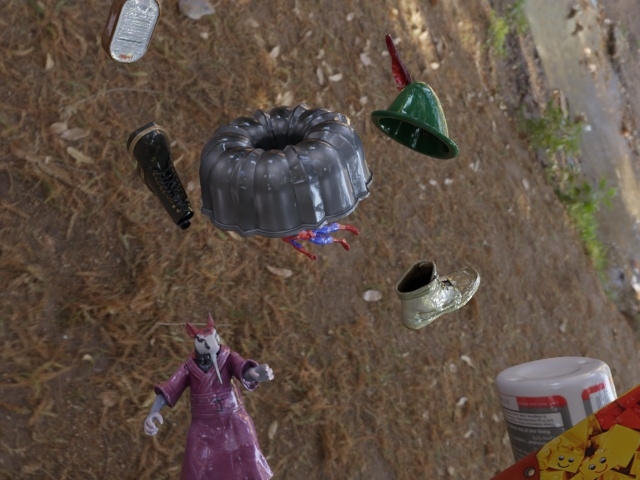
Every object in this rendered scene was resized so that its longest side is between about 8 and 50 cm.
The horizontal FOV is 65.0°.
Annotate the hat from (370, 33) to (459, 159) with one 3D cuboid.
[{"bbox_3d":[0.202,-0.281,0.950,0.208,0.173,0.184,27,87,-14],"label":"hat"}]

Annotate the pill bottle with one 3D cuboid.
[{"bbox_3d":[0.370,0.329,0.737,0.161,0.161,0.283,-7,83,-42],"label":"pill bottle"}]

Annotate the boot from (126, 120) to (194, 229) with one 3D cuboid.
[{"bbox_3d":[-0.266,-0.109,0.883,0.076,0.198,0.137,-32,82,-17],"label":"boot"}]

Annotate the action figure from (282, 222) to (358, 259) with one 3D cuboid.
[{"bbox_3d":[0.000,0.000,1.395,0.280,0.092,0.139,7,30,-37],"label":"action figure"}]

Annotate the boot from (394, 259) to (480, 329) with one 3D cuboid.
[{"bbox_3d":[0.262,0.095,1.111,0.213,0.077,0.165,-31,140,-7],"label":"boot"}]

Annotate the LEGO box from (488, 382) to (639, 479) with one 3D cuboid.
[{"bbox_3d":[0.393,0.271,0.264,0.500,0.372,0.193,49,12,-9],"label":"LEGO box"}]

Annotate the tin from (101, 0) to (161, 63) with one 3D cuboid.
[{"bbox_3d":[-0.435,-0.493,1.156,0.106,0.190,0.040,-8,54,-47],"label":"tin"}]

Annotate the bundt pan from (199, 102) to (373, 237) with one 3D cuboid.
[{"bbox_3d":[-0.072,-0.150,0.915,0.331,0.330,0.124,-46,139,-38],"label":"bundt pan"}]

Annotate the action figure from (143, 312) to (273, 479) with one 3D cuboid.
[{"bbox_3d":[-0.198,0.329,1.025,0.248,0.276,0.370,-8,88,1],"label":"action figure"}]
